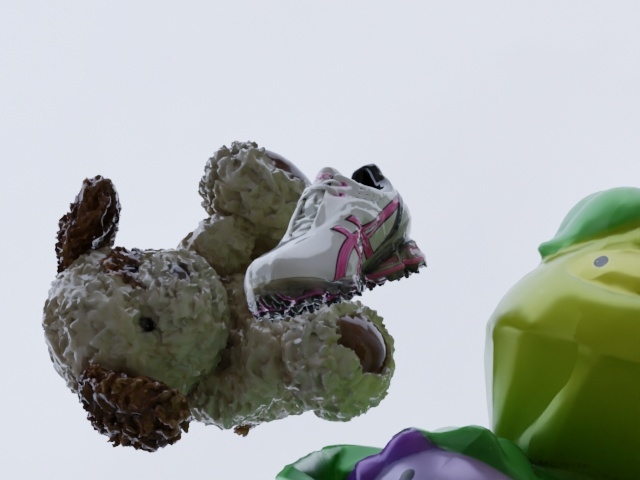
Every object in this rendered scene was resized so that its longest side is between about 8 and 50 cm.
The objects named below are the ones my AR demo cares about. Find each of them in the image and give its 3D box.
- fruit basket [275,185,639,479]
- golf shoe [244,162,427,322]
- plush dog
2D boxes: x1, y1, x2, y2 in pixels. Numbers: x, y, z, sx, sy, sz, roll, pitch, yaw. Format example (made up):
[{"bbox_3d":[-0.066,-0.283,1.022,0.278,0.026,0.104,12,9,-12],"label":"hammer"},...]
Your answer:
[{"bbox_3d":[0.172,0.142,1.000,0.392,0.392,0.283,-66,-9,2],"label":"fruit basket"},{"bbox_3d":[0.000,0.000,1.032,0.186,0.067,0.086,-20,-88,-63],"label":"golf shoe"},{"bbox_3d":[-0.102,0.066,1.246,0.225,0.262,0.211,6,-47,-32],"label":"plush dog"}]
